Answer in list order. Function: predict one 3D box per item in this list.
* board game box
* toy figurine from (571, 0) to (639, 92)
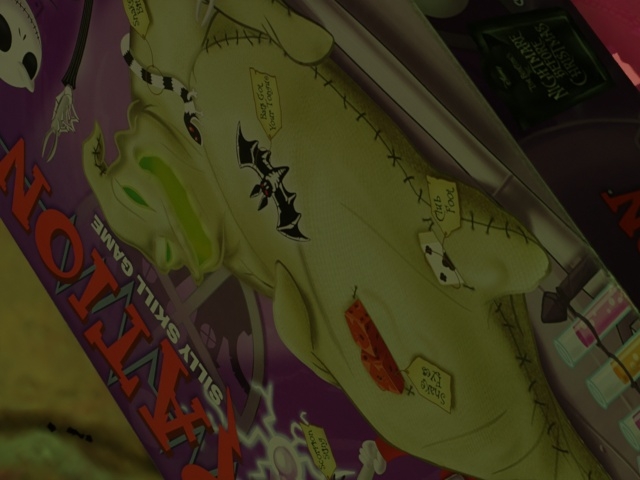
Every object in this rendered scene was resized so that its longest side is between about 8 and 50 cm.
[{"bbox_3d":[0.000,0.000,0.517,0.056,0.208,0.347,-25,71,-32],"label":"board game box"},{"bbox_3d":[0.093,-0.029,0.546,0.173,0.159,0.130,41,93,9],"label":"toy figurine"}]
